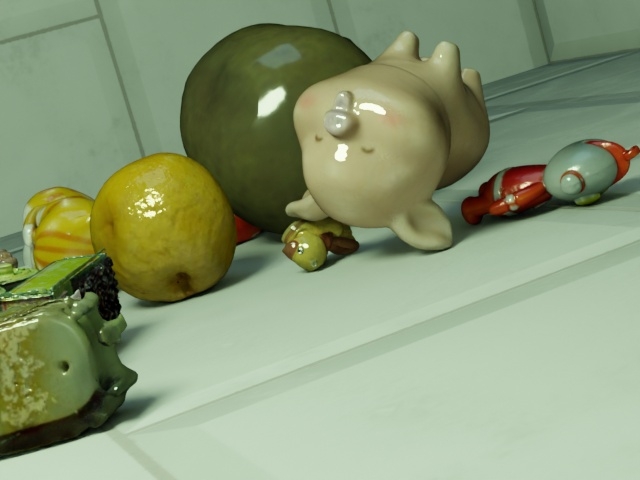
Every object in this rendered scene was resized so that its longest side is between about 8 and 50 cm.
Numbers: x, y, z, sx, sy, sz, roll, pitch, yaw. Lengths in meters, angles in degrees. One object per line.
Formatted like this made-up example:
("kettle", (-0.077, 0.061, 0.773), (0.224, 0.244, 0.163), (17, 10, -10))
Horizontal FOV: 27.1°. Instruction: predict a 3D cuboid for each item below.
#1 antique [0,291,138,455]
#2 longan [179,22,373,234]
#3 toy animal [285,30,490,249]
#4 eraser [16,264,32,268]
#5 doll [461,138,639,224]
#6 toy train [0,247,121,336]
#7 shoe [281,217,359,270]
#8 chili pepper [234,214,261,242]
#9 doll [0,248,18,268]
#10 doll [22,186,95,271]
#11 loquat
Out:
("antique", (-0.320, 0.138, 1.266), (0.284, 0.125, 0.150), (-14, 9, 12))
("longan", (-0.051, -0.183, 2.068), (0.361, 0.361, 0.361), (-16, 9, 2))
("toy animal", (0.097, -0.132, 1.699), (0.237, 0.269, 0.326), (13, -2, 29))
("eraser", (-0.430, 0.093, 1.903), (0.076, 0.078, 0.298), (-19, 9, -16))
("doll", (0.295, -0.077, 1.680), (0.245, 0.076, 0.142), (-16, 15, 36))
("toy train", (-0.335, 0.099, 1.541), (0.177, 0.134, 0.261), (-6, 11, 8))
("shoe", (0.003, -0.002, 1.754), (0.072, 0.069, 0.109), (-52, -21, 24))
("chili pepper", (-0.170, -0.012, 2.158), (0.272, 0.071, 0.063), (-26, 51, -26))
("doll", (-0.638, 0.064, 2.246), (0.201, 0.156, 0.303), (-27, 8, -25))
("doll", (-0.390, 0.005, 2.087), (0.162, 0.167, 0.269), (-5, 10, -11))
("loquat", (-0.213, -0.016, 1.817), (0.208, 0.208, 0.208), (-16, 9, 2))
